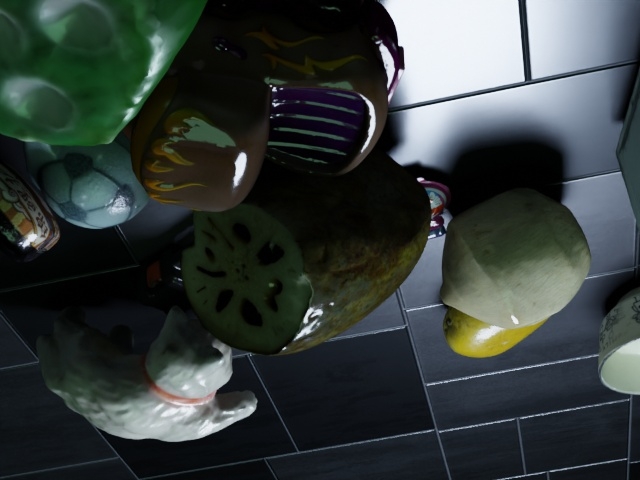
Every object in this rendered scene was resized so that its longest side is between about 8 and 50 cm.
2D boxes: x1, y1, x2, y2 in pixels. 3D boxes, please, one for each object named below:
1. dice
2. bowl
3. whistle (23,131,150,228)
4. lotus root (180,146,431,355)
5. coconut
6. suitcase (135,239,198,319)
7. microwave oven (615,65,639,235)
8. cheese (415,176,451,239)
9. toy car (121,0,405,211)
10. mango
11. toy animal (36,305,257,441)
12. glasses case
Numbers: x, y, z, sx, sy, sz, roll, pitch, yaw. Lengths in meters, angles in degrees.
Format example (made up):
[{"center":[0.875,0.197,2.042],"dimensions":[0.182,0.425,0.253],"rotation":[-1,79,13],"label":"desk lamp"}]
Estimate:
[{"center":[-0.245,-0.283,1.039],"dimensions":[0.300,0.297,0.287],"rotation":[26,141,-15],"label":"dice"},{"center":[0.574,0.156,1.973],"dimensions":[0.237,0.126,0.238],"rotation":[-4,144,-3],"label":"bowl"},{"center":[-0.278,-0.110,1.444],"dimensions":[0.163,0.164,0.290],"rotation":[0,145,-8],"label":"whistle"},{"center":[0.000,0.000,1.516],"dimensions":[0.346,0.250,0.250],"rotation":[-31,170,-48],"label":"lotus root"},{"center":[0.272,0.031,1.692],"dimensions":[0.224,0.224,0.224],"rotation":[-4,145,-3],"label":"coconut"},{"center":[-0.118,0.044,1.762],"dimensions":[0.285,0.066,0.206],"rotation":[-31,138,31],"label":"suitcase"},{"center":[0.582,-0.141,1.477],"dimensions":[0.354,0.219,0.286],"rotation":[-6,146,-2],"label":"microwave oven"},{"center":[0.147,-0.045,1.699],"dimensions":[0.095,0.038,0.145],"rotation":[-14,143,11],"label":"cheese"},{"center":[-0.071,-0.159,1.331],"dimensions":[0.340,0.240,0.271],"rotation":[6,145,-11],"label":"toy car"},{"center":[0.293,0.121,1.912],"dimensions":[0.195,0.098,0.137],"rotation":[-23,140,10],"label":"mango"},{"center":[-0.279,0.168,1.759],"dimensions":[0.266,0.308,0.188],"rotation":[-30,156,-21],"label":"toy animal"},{"center":[-0.385,-0.035,1.456],"dimensions":[0.082,0.122,0.321],"rotation":[-36,-175,-8],"label":"glasses case"}]
